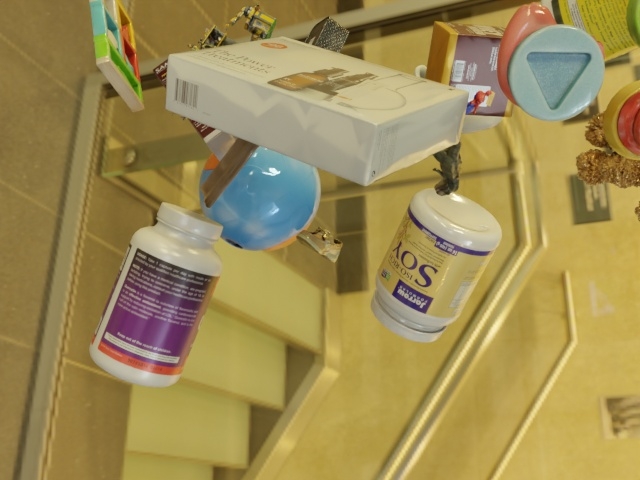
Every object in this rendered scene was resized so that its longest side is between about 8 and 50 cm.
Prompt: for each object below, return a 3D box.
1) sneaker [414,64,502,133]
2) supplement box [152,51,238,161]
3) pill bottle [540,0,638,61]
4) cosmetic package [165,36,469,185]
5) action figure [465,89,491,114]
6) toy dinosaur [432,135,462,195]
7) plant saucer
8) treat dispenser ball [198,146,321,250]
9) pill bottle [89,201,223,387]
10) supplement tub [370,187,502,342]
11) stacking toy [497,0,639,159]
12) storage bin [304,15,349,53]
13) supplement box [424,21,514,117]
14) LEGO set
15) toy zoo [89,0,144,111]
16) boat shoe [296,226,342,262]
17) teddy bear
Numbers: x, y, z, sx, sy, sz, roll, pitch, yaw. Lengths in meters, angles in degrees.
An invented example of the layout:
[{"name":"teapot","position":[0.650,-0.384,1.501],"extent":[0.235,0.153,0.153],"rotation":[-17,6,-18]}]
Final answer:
[{"name":"sneaker","position":[0.359,-0.387,2.154],"extent":[0.114,0.305,0.152],"rotation":[-36,134,-26]},{"name":"supplement box","position":[-0.252,-0.276,1.693],"extent":[0.239,0.073,0.130],"rotation":[52,-2,25]},{"name":"pill bottle","position":[0.636,-0.485,1.603],"extent":[0.187,0.333,0.188],"rotation":[25,57,-45]},{"name":"cosmetic package","position":[-0.004,-0.216,1.223],"extent":[0.284,0.377,0.098],"rotation":[-25,132,-52]},{"name":"action figure","position":[0.339,-0.303,1.776],"extent":[0.030,0.115,0.038],"rotation":[23,54,-25]},{"name":"toy dinosaur","position":[0.239,-0.181,1.553],"extent":[0.118,0.064,0.268],"rotation":[56,-5,20]},{"name":"plant saucer","position":[-0.136,-0.179,1.471],"extent":[0.041,0.278,0.278],"rotation":[39,34,-9]},{"name":"treat dispenser ball","position":[-0.143,-0.117,1.870],"extent":[0.288,0.288,0.288],"rotation":[-7,90,-69]},{"name":"pill bottle","position":[-0.299,0.101,1.497],"extent":[0.323,0.181,0.181],"rotation":[-67,158,3]},{"name":"supplement tub","position":[0.280,0.063,1.983],"extent":[0.331,0.241,0.241],"rotation":[-67,172,26]},{"name":"stacking toy","position":[0.422,-0.264,1.094],"extent":[0.130,0.308,0.280],"rotation":[-90,-160,-72]},{"name":"storage bin","position":[-0.001,-0.590,2.466],"extent":[0.084,0.122,0.180],"rotation":[31,73,-22]},{"name":"supplement box","position":[0.366,-0.409,1.895],"extent":[0.129,0.194,0.192],"rotation":[-109,-157,-62]},{"name":"LEGO set","position":[-0.268,-0.465,2.032],"extent":[0.331,0.192,0.255],"rotation":[-64,-178,-20]},{"name":"toy zoo","position":[-0.446,-0.450,1.715],"extent":[0.192,0.030,0.293],"rotation":[65,11,-66]},{"name":"boat shoe","position":[0.000,0.000,1.401],"extent":[0.045,0.050,0.135],"rotation":[-59,155,-1]},{"name":"teddy bear","position":[0.717,-0.173,1.724],"extent":[0.113,0.338,0.245],"rotation":[8,117,-53]}]
